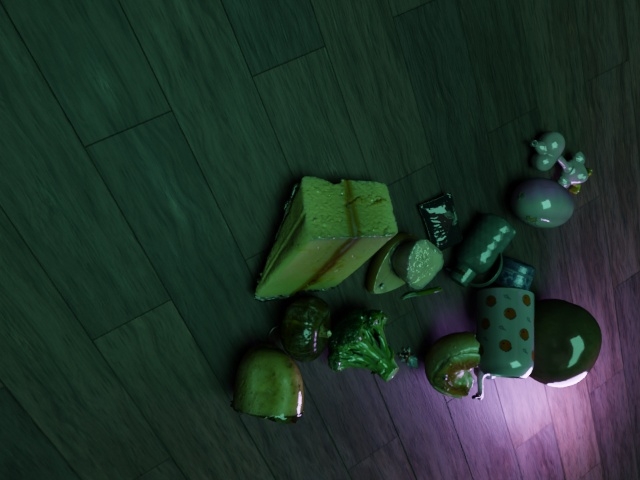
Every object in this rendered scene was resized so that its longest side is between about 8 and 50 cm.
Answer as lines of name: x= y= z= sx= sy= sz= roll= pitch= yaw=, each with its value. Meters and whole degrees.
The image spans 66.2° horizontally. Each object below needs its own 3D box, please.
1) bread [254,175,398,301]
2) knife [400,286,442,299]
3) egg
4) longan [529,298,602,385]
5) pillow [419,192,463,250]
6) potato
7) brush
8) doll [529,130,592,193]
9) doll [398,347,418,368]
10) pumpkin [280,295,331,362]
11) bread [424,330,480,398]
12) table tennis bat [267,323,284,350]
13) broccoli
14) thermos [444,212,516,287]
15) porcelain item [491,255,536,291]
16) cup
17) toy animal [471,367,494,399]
bread: x=0.000 y=0.000 z=1.580 sx=0.346 sy=0.242 sz=0.405 roll=9 pitch=139 yaw=-36
knife: x=0.385 y=0.199 z=1.861 sx=0.184 sy=0.022 sz=0.026 roll=-9 pitch=134 yaw=-21
egg: x=0.852 y=-0.137 z=1.881 sx=0.271 sy=0.196 sz=0.196 roll=23 pitch=94 yaw=-41
longan: x=0.965 y=0.421 z=2.028 sx=0.361 sy=0.361 sz=0.360 roll=-7 pitch=107 yaw=-22
pillow: x=0.445 y=-0.061 z=1.795 sx=0.142 sy=0.055 sz=0.208 roll=-24 pitch=113 yaw=-11
potato: x=-0.167 y=0.444 z=1.563 sx=0.243 sy=0.285 sz=0.242 roll=1 pitch=86 yaw=-20
brush: x=0.280 y=0.101 z=1.709 sx=0.266 sy=0.166 sz=0.174 roll=-47 pitch=117 yaw=-3
doll: x=0.942 y=-0.306 z=1.926 sx=0.365 sy=0.094 sz=0.160 roll=25 pitch=101 yaw=-26
doll: x=0.351 y=0.463 z=1.911 sx=0.114 sy=0.039 sz=0.057 roll=45 pitch=42 yaw=-19
pumpkin: x=-0.034 y=0.281 z=1.591 sx=0.219 sy=0.163 sz=0.218 roll=8 pitch=90 yaw=-66
bread: x=0.497 y=0.481 z=1.905 sx=0.192 sy=0.171 sz=0.313 roll=-7 pitch=126 yaw=1
table tennis bat: x=-0.111 y=0.342 z=1.684 sx=0.155 sy=0.019 sz=0.098 roll=28 pitch=91 yaw=-25
broccoli: x=0.142 y=0.376 z=1.674 sx=0.254 sy=0.269 sz=0.268 roll=-31 pitch=118 yaw=-43
thermos: x=0.605 y=0.052 z=1.834 sx=0.286 sy=0.182 sz=0.145 roll=-55 pitch=144 yaw=-2
porcelain item: x=0.764 y=0.131 z=1.939 sx=0.147 sy=0.147 sz=0.114 roll=16 pitch=97 yaw=-27
cup: x=0.703 y=0.356 z=1.869 sx=0.213 sy=0.212 sz=0.317 roll=16 pitch=70 yaw=-27
toy animal: x=0.671 y=0.524 z=2.007 sx=0.195 sy=0.091 sz=0.324 roll=49 pitch=54 yaw=-40
